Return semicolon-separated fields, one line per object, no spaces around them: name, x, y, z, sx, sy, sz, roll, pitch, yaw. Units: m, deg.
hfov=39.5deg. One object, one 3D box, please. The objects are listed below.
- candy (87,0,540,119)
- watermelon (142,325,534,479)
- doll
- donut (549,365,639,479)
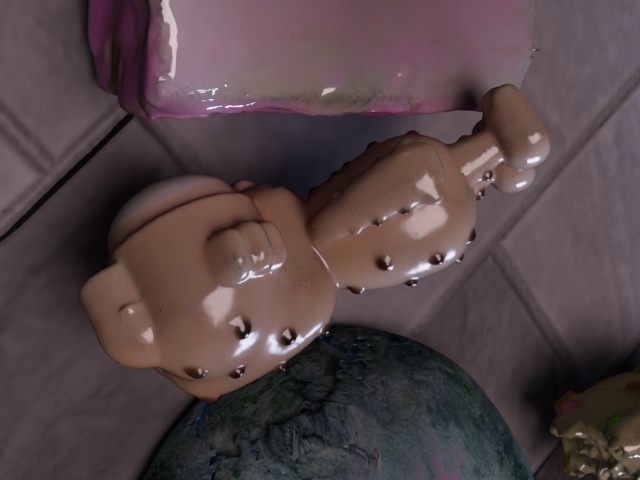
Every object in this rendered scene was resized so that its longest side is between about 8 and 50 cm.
candy;0.002;-0.152;0.519;0.265;0.115;0.156;-6;106;-34
watermelon;0.015;0.186;0.595;0.322;0.175;0.188;-35;122;-21
doll;0.001;-0.001;0.525;0.278;0.154;0.119;-25;75;-13
donut;0.299;0.286;0.817;0.307;0.150;0.371;2;100;-41
